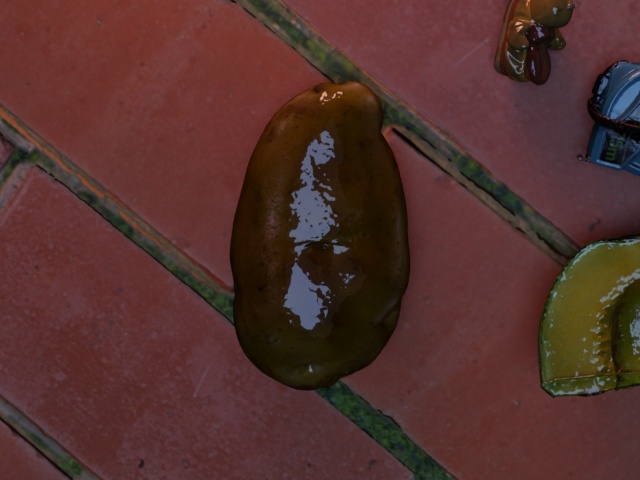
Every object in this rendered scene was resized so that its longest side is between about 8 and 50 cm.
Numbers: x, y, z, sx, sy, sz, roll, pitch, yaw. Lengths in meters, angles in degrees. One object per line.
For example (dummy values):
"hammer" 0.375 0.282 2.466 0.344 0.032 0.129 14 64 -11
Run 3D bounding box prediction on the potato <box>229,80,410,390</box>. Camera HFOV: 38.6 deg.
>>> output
"potato" 0.000 0.000 1.062 0.196 0.176 0.369 10 102 36

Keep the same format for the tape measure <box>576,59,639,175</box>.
"tape measure" 0.364 -0.134 0.998 0.146 0.081 0.125 14 108 7

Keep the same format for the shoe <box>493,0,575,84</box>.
"shoe" 0.239 -0.226 1.008 0.069 0.072 0.109 40 106 40

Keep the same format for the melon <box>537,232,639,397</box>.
"melon" 0.373 0.077 1.032 0.265 0.129 0.169 -13 78 17
